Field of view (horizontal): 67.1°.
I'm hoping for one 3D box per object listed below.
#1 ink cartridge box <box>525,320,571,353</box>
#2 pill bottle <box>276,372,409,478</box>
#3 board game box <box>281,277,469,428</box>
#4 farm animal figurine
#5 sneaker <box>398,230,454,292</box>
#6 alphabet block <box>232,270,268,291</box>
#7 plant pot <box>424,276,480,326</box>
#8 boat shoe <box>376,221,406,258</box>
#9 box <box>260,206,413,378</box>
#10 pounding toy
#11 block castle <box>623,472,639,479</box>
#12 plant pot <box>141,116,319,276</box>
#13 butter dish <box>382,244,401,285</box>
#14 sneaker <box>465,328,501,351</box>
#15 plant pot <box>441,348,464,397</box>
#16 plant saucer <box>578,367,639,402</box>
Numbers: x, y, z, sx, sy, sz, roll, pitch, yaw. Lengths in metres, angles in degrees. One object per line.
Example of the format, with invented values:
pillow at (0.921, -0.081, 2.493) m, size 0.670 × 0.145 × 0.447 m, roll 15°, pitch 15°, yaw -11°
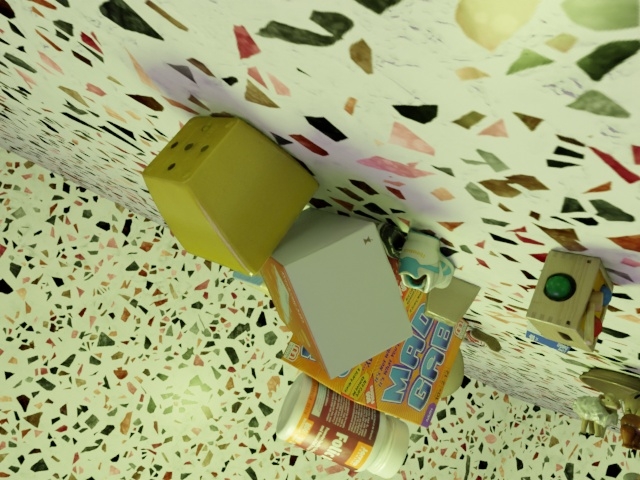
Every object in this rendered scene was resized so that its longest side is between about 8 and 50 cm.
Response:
ink cartridge box at (0.508, 0.194, 1.059) m, size 0.097 × 0.046 × 0.207 m, roll 21°, pitch 168°, yaw 26°
pill bottle at (0.074, 0.609, 1.576) m, size 0.392 × 0.224 × 0.224 m, roll 26°, pitch 168°, yaw -7°
board game box at (0.173, 0.316, 1.516) m, size 0.356 × 0.356 × 0.356 m, roll 13°, pitch 164°, yaw 49°
farm animal figurine at (0.796, 0.396, 1.074) m, size 0.330 × 0.172 × 0.327 m, roll 13°, pitch 166°, yaw -1°
sneaker at (0.208, 0.061, 0.976) m, size 0.087 × 0.092 × 0.229 m, roll 16°, pitch 166°, yaw 32°
alphabet block at (-0.117, 0.081, 1.486) m, size 0.197 × 0.193 × 0.192 m, roll 33°, pitch 167°, yaw -35°
plant pot at (0.299, 0.143, 1.140) m, size 0.109 × 0.096 × 0.109 m, roll 23°, pitch 167°, yaw 12°
boat shoe at (0.153, 0.005, 0.967) m, size 0.038 × 0.046 × 0.125 m, roll 21°, pitch 160°, yaw 40°
box at (-0.003, 0.075, 0.930) m, size 0.215 × 0.168 × 0.345 m, roll 69°, pitch 165°, yaw -15°
pounding toy at (0.371, 0.095, 0.697) m, size 0.100 × 0.130 × 0.141 m, roll 13°, pitch 163°, yaw 45°
block castle at (0.594, 0.290, 0.691) m, size 0.213 × 0.303 × 0.453 m, roll 12°, pitch 164°, yaw 27°
plant pot at (-0.171, -0.096, 0.834) m, size 0.212 × 0.212 × 0.187 m, roll 14°, pitch 151°, yaw 42°
butter dish at (0.134, 0.052, 1.059) m, size 0.118 × 0.160 × 0.160 m, roll -21°, pitch 160°, yaw 4°
sneaker at (0.544, 0.335, 1.620) m, size 0.118 × 0.042 × 0.067 m, roll 33°, pitch 164°, yaw -2°
plant pot at (0.426, 0.440, 1.881) m, size 0.284 × 0.284 × 0.191 m, roll 19°, pitch 132°, yaw 26°
plant saucer at (0.868, 0.419, 1.331) m, size 0.278 × 0.041 × 0.278 m, roll 23°, pitch 169°, yaw 5°
